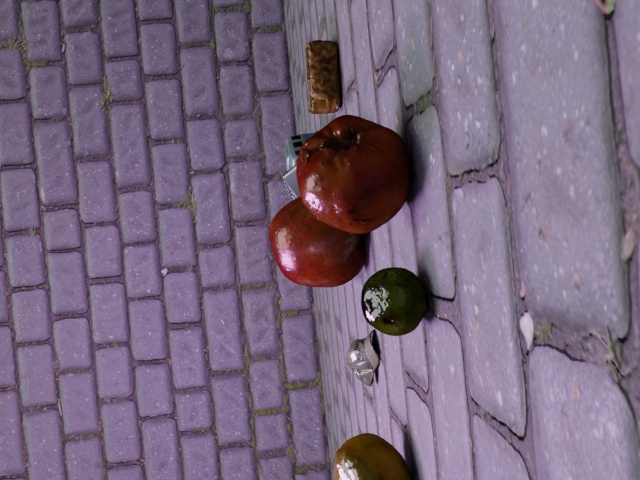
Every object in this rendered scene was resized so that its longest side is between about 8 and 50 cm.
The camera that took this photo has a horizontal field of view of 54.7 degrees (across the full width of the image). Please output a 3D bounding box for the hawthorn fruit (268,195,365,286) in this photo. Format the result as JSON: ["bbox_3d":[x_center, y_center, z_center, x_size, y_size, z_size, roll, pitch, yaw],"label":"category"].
[{"bbox_3d":[0.000,0.000,1.691,0.284,0.284,0.285,174,90,-85],"label":"hawthorn fruit"}]

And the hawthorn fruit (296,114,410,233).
[{"bbox_3d":[0.068,-0.105,1.156,0.299,0.211,0.211,61,-160,-69],"label":"hawthorn fruit"}]

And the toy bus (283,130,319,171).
[{"bbox_3d":[-0.045,-0.291,2.241,0.271,0.164,0.133,-106,11,-61],"label":"toy bus"}]

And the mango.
[{"bbox_3d":[0.141,0.591,1.362,0.330,0.175,0.176,65,-167,11],"label":"mango"}]

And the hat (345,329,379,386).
[{"bbox_3d":[0.120,0.323,1.697,0.166,0.081,0.122,110,153,-55],"label":"hat"}]

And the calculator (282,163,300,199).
[{"bbox_3d":[-0.033,-0.208,2.083,0.141,0.045,0.246,52,135,-5],"label":"calculator"}]

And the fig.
[{"bbox_3d":[0.146,0.115,1.126,0.156,0.123,0.123,19,-122,-53],"label":"fig"}]

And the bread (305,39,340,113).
[{"bbox_3d":[0.005,-0.494,1.872,0.181,0.095,0.222,-129,35,-80],"label":"bread"}]
